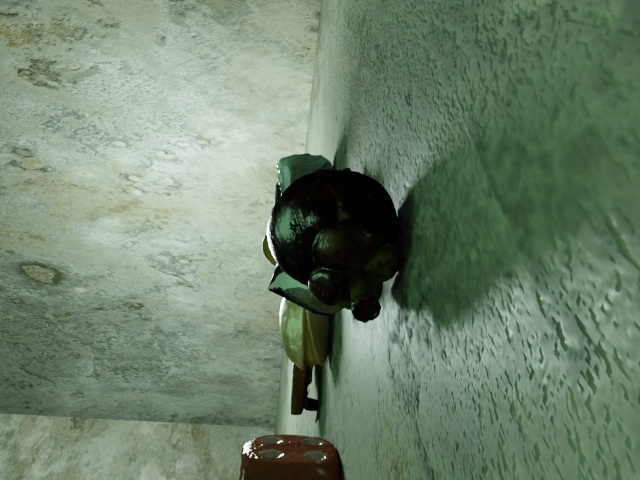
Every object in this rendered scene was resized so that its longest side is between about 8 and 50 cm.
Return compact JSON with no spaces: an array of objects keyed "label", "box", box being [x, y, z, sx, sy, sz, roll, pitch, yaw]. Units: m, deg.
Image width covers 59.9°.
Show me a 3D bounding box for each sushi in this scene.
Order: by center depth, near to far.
[{"label":"sushi","box":[0.019,-0.004,0.991,0.109,0.134,0.273,-2,68,71]}]

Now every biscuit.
[{"label":"biscuit","box":[-0.035,0.254,1.477,0.283,0.064,0.432,93,179,-49]}]

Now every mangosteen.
[{"label":"mangosteen","box":[0.018,0.003,0.689,0.172,0.172,0.184,-174,70,-85]}]

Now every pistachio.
[{"label":"pistachio","box":[-0.038,0.189,1.265,0.145,0.117,0.200,77,-167,-57]}]

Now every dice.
[{"label":"dice","box":[-0.060,0.454,0.991,0.174,0.179,0.175,161,116,-84]}]

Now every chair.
[{"label":"chair","box":[-0.020,0.392,1.316,0.037,0.042,0.086,-86,4,-54]}]

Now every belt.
[{"label":"belt","box":[-0.047,-0.108,1.498,0.207,0.150,0.257,-122,35,-67]}]

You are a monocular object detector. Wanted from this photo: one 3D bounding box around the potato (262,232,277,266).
[{"label":"potato","box":[-0.083,-0.016,1.788,0.158,0.178,0.203,-70,-24,-43]}]
